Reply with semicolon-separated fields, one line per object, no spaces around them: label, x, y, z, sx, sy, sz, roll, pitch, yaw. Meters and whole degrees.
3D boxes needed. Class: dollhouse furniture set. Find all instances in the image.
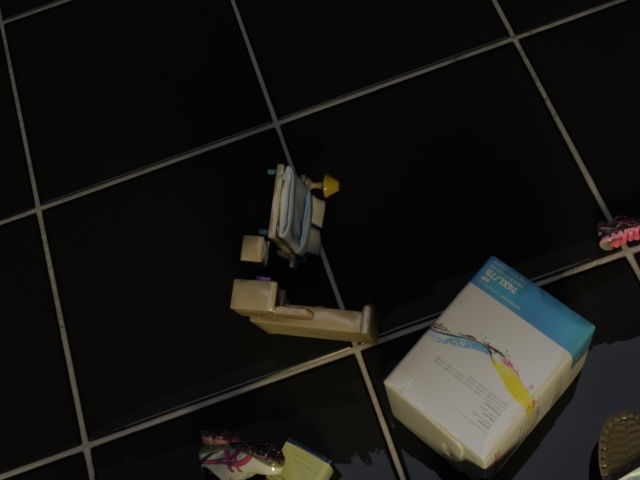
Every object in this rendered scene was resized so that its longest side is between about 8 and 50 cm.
dollhouse furniture set;0.000;0.000;1.606;0.198;0.286;0.304;4;77;12

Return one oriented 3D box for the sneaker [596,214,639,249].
sneaker;0.536;-0.026;1.666;0.119;0.047;0.057;-15;51;1

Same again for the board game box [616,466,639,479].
board game box;0.466;0.535;1.324;0.390;0.050;0.390;-36;62;15

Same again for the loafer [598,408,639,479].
loafer;0.490;0.389;1.437;0.101;0.092;0.269;-18;67;21

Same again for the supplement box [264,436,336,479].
supplement box;-0.033;0.380;1.556;0.083;0.056;0.083;24;71;20

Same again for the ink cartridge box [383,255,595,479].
ink cartridge box;0.263;0.210;1.508;0.197;0.198;0.270;37;75;23

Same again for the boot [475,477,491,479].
boot;0.200;0.443;1.398;0.246;0.094;0.207;17;86;18

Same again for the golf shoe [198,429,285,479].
golf shoe;-0.126;0.361;1.553;0.186;0.067;0.086;2;87;46
